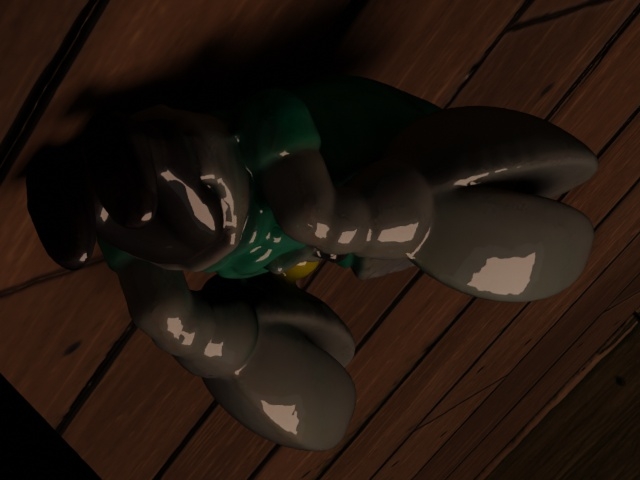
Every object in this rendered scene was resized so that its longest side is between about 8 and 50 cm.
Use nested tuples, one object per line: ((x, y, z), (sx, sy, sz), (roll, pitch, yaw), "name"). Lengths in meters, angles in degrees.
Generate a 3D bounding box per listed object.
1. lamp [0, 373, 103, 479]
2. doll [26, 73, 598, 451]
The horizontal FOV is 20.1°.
((-0.151, 0.127, 0.509), (0.205, 0.272, 0.374), (-33, 163, -24), "lamp")
((-0.011, 0.008, 0.784), (0.258, 0.153, 0.195), (-12, 164, -29), "doll")
